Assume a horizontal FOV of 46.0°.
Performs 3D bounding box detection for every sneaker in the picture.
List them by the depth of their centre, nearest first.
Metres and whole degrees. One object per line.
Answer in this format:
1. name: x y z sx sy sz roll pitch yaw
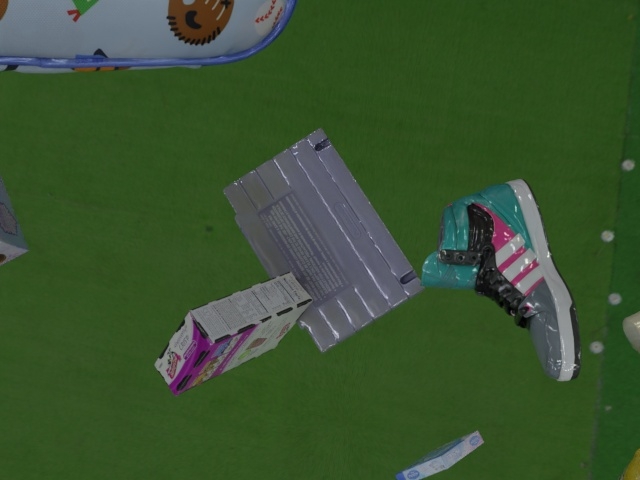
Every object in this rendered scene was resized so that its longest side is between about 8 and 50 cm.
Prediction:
1. sneaker: 0.227 0.058 1.016 0.178 0.124 0.296 -10 60 -1

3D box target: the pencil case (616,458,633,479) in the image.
1. pencil case: 0.549 0.404 1.148 0.159 0.410 0.184 -32 61 -9

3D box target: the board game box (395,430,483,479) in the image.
1. board game box: 0.158 0.289 1.001 0.090 0.090 0.020 -15 73 -46

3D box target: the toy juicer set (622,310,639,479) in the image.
1. toy juicer set: 0.286 0.128 0.454 0.209 0.090 0.329 -13 35 15

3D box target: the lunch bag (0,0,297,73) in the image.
1. lunch bag: -0.140 -0.203 0.340 0.303 0.243 0.115 -7 42 -30

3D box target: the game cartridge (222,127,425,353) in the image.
1. game cartridge: 0.000 0.000 1.374 0.230 0.068 0.355 -32 79 4

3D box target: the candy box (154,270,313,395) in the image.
1. candy box: -0.141 0.150 1.249 0.233 0.159 0.071 -18 64 -47

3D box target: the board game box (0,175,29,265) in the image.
1. board game box: -0.544 -0.059 0.889 0.318 0.066 0.318 -26 76 5
